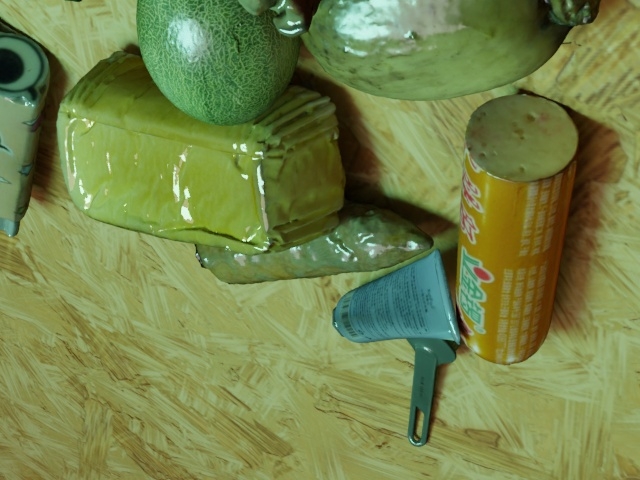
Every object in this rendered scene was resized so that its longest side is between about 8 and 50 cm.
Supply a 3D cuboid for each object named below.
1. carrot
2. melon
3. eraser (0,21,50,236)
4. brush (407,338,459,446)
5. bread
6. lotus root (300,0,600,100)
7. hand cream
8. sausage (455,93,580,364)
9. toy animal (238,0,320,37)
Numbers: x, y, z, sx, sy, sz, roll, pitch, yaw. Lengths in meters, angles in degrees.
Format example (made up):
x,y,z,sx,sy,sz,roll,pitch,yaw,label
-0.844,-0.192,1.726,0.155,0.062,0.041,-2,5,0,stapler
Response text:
x,y,z,sx,sy,sz,roll,pitch,yaw,label
0.000,0.000,1.438,0.263,0.102,0.102,0,133,41,carrot
-0.083,-0.182,1.235,0.139,0.139,0.192,21,137,27,melon
-0.380,-0.132,1.658,0.171,0.087,0.290,36,149,5,eraser
0.111,0.154,1.600,0.062,0.027,0.266,29,152,16,brush
-0.113,-0.081,1.393,0.288,0.119,0.152,13,119,34,bread
0.072,-0.178,1.083,0.257,0.140,0.154,3,142,34,lotus root
0.071,0.067,1.444,0.256,0.055,0.088,156,105,-70,hand cream
0.162,0.014,1.289,0.093,0.093,0.312,25,147,20,sausage
-0.083,-0.266,1.050,0.097,0.158,0.312,110,146,-58,toy animal
